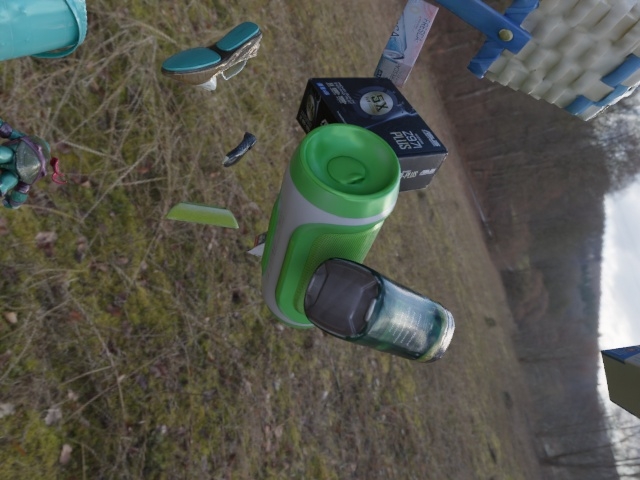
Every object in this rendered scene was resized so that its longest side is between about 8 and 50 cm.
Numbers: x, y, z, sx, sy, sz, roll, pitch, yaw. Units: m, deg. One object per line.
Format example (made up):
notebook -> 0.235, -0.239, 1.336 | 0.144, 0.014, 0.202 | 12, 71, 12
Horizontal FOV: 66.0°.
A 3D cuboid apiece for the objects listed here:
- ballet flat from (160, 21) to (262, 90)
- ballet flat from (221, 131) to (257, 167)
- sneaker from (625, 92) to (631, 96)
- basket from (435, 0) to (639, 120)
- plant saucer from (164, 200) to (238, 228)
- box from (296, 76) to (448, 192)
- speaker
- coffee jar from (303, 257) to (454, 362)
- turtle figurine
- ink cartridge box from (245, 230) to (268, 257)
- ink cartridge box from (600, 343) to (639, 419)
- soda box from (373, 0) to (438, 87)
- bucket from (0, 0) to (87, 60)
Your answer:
ballet flat -> -0.302, -0.516, 1.436 | 0.342, 0.116, 0.124 | -43, 154, -29
ballet flat -> -0.269, -0.291, 1.593 | 0.049, 0.057, 0.173 | 36, 51, 2
sneaker -> 0.753, -0.483, 1.202 | 0.118, 0.110, 0.291 | 58, 49, -62
basket -> 0.223, -0.277, 0.488 | 0.289, 0.254, 0.201 | 41, -20, 0
plant saucer -> -0.320, -0.075, 1.345 | 0.188, 0.189, 0.045 | -152, -109, -75
box -> 0.071, -0.156, 0.726 | 0.148, 0.077, 0.180 | -10, 55, -28
speaker -> 0.000, 0.000, 0.617 | 0.296, 0.131, 0.131 | 110, -22, -53
coffee jar -> 0.073, 0.083, 0.550 | 0.184, 0.096, 0.078 | 27, 84, -46
turtle figurine -> -0.498, -0.129, 0.784 | 0.234, 0.118, 0.175 | -103, -179, -67
ink cartridge box -> -0.099, 0.009, 1.010 | 0.063, 0.115, 0.029 | 22, 65, -30
ink cartridge box -> 0.320, 0.114, 0.411 | 0.088, 0.123, 0.052 | 16, 65, -84
soda box -> 0.163, -0.378, 0.933 | 0.058, 0.063, 0.183 | 114, 1, -62
bucket -> -0.566, -0.466, 0.895 | 0.183, 0.281, 0.280 | -26, 98, -34
